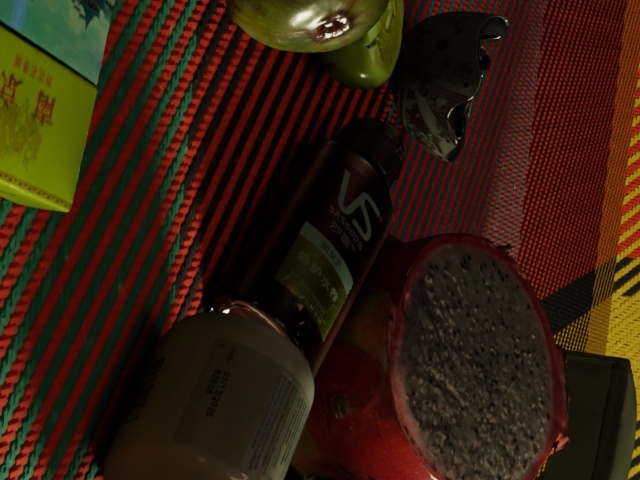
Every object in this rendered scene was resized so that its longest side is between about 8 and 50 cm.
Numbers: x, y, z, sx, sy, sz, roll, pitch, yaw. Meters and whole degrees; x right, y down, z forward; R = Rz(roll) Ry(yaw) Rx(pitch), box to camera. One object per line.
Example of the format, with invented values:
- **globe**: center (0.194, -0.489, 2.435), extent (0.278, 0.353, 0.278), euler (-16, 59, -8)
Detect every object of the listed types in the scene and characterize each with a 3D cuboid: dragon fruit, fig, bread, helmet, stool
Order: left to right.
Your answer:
- **fig**: center (-0.024, -0.280, 1.400), extent (0.151, 0.151, 0.259), euler (55, 19, -63)
- **bread**: center (0.037, -0.217, 1.615), extent (0.130, 0.071, 0.139), euler (-60, 148, -43)
- **dragon fruit**: center (0.086, 0.146, 1.694), extent (0.305, 0.226, 0.305), euler (12, 72, -42)
- **helmet**: center (0.132, -0.182, 1.863), extent (0.153, 0.107, 0.177), euler (-67, 175, -45)
- **stool**: center (0.257, 0.276, 2.140), extent (0.170, 0.270, 0.243), euler (72, 30, -56)

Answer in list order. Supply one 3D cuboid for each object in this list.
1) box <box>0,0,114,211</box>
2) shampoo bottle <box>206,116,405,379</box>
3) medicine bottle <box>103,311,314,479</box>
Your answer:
- **box**: center (-0.180, -0.199, 1.038), extent (0.187, 0.047, 0.335), euler (33, 67, -70)
- **shampoo bottle**: center (0.000, 0.000, 1.556), extent (0.129, 0.084, 0.323), euler (53, 39, -19)
- **medicine bottle**: center (-0.096, 0.175, 1.292), extent (0.135, 0.135, 0.215), euler (75, 30, -48)
